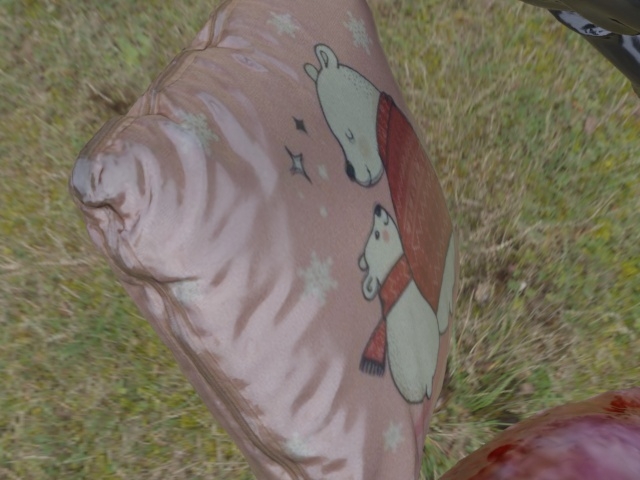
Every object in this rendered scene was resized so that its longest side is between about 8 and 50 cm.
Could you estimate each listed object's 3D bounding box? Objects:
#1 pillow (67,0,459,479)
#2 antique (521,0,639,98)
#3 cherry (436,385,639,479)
[{"bbox_3d":[0.000,0.000,0.525,0.084,0.236,0.223,-12,122,27],"label":"pillow"},{"bbox_3d":[0.196,-0.229,0.857,0.255,0.322,0.185,30,95,-18],"label":"antique"},{"bbox_3d":[0.112,0.174,0.569,0.192,0.175,0.250,35,61,-13],"label":"cherry"}]
